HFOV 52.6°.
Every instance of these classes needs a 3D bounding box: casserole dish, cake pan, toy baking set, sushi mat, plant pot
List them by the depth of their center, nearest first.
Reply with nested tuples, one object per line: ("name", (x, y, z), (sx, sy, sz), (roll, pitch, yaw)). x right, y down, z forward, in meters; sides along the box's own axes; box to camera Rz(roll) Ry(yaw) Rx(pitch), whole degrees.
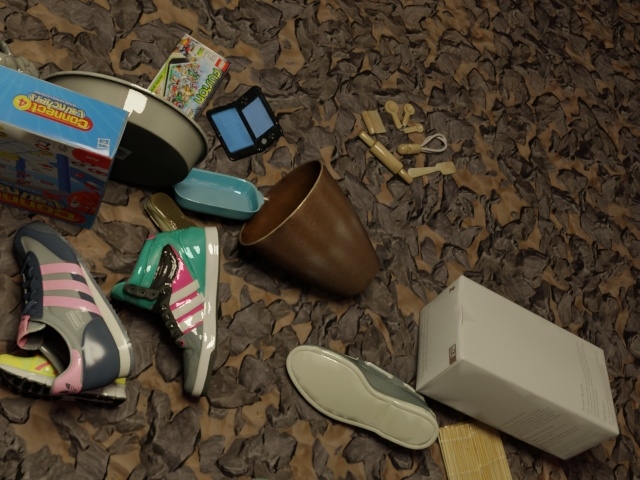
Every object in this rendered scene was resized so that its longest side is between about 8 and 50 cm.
("cake pan", (-0.336, -0.173, 1.084), (0.293, 0.293, 0.054), (19, 68, -18))
("casserole dish", (-0.202, -0.086, 1.240), (0.188, 0.037, 0.114), (10, 37, -22))
("plant pot", (0.000, 0.000, 1.246), (0.230, 0.215, 0.215), (44, 58, -22))
("sushi mat", (0.330, 0.518, 1.292), (0.151, 0.019, 0.316), (-4, 73, -28))
("toy baking set", (0.208, -0.227, 1.515), (0.256, 0.030, 0.197), (47, 58, -3))

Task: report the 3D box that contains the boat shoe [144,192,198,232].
("boat shoe", (-0.268, -0.018, 1.206), (0.153, 0.048, 0.056), (50, 46, -8))

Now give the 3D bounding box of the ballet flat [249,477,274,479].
("ballet flat", (-0.122, 0.501, 1.067), (0.068, 0.072, 0.213), (12, 62, 9))

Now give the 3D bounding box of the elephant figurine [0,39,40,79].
("elephant figurine", (-0.588, -0.304, 1.104), (0.239, 0.186, 0.169), (46, 17, 30))

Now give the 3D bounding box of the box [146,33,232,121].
("box", (-0.275, -0.313, 1.315), (0.114, 0.036, 0.207), (30, 61, -13))

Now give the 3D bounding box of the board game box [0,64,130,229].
("board game box", (-0.479, -0.148, 0.999), (0.308, 0.302, 0.086), (18, 64, -18))

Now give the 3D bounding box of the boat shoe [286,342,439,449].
("boat shoe", (0.079, 0.285, 1.238), (0.319, 0.116, 0.099), (30, 17, -5))

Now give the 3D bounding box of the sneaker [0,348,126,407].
("sneaker", (-0.411, 0.204, 1.034), (0.209, 0.081, 0.094), (18, 56, -25))

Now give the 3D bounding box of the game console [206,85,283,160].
("game console", (-0.155, -0.242, 1.327), (0.071, 0.107, 0.122), (-19, 79, -59))

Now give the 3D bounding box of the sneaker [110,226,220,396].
("sneaker", (-0.267, 0.117, 1.106), (0.179, 0.124, 0.295), (3, 79, -15))

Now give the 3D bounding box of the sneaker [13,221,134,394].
("sneaker", (-0.419, 0.097, 0.997), (0.131, 0.112, 0.319), (-19, 58, -45))

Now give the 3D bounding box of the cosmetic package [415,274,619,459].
("cosmetic package", (0.393, 0.261, 1.315), (0.385, 0.156, 0.217), (27, 43, -12))
